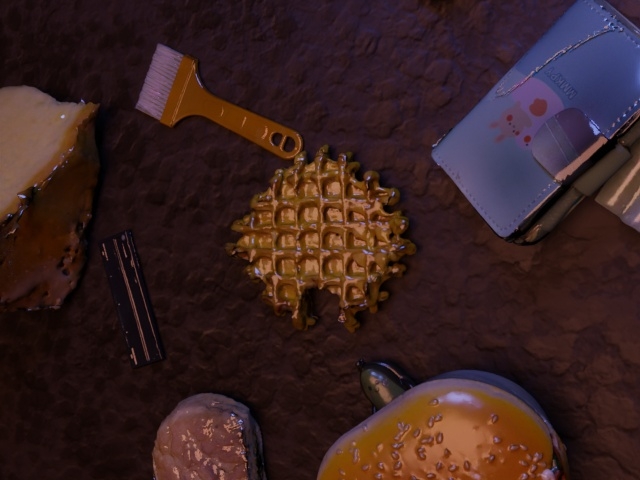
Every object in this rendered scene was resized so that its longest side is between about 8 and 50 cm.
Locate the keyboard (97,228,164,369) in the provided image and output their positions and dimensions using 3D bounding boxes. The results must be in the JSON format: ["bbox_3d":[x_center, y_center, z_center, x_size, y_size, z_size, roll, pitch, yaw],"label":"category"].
[{"bbox_3d":[-0.277,0.086,1.202,0.064,0.010,0.198,-19,84,26],"label":"keyboard"}]

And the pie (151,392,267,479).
[{"bbox_3d":[-0.157,0.320,1.134,0.185,0.052,0.218,-7,91,23],"label":"pie"}]

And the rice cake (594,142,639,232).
[{"bbox_3d":[0.408,-0.077,0.863,0.189,0.037,0.198,43,108,18],"label":"rice cake"}]

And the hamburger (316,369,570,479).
[{"bbox_3d":[0.132,0.276,0.920,0.227,0.151,0.295,47,115,-4],"label":"hamburger"}]

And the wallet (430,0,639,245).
[{"bbox_3d":[0.254,-0.130,0.898,0.250,0.075,0.176,-46,55,20],"label":"wallet"}]

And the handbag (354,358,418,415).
[{"bbox_3d":[0.085,0.190,1.018,0.111,0.047,0.072,45,110,13],"label":"handbag"}]

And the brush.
[{"bbox_3d":[-0.137,-0.176,1.126,0.272,0.013,0.103,28,104,21],"label":"brush"}]

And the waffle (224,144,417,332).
[{"bbox_3d":[0.000,0.000,1.050,0.228,0.051,0.231,45,108,20],"label":"waffle"}]

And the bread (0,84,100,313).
[{"bbox_3d":[-0.490,-0.053,1.163,0.248,0.279,0.315,22,113,30],"label":"bread"}]
